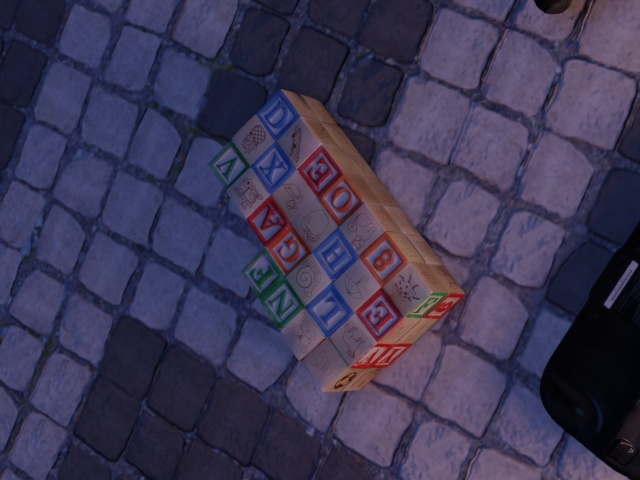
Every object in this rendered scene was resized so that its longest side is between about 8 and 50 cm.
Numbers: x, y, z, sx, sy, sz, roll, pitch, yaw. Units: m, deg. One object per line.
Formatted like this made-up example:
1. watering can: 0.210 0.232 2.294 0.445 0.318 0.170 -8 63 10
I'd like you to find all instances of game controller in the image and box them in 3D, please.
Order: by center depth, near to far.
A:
1. game controller: 0.345 0.075 1.446 0.166 0.067 0.319 43 107 41

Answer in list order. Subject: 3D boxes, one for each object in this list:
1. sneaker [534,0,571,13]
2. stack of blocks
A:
1. sneaker: 0.215 -0.371 1.496 0.124 0.107 0.283 6 81 -7
2. stack of blocks: 0.000 0.000 1.626 0.171 0.087 0.297 -44 67 21
